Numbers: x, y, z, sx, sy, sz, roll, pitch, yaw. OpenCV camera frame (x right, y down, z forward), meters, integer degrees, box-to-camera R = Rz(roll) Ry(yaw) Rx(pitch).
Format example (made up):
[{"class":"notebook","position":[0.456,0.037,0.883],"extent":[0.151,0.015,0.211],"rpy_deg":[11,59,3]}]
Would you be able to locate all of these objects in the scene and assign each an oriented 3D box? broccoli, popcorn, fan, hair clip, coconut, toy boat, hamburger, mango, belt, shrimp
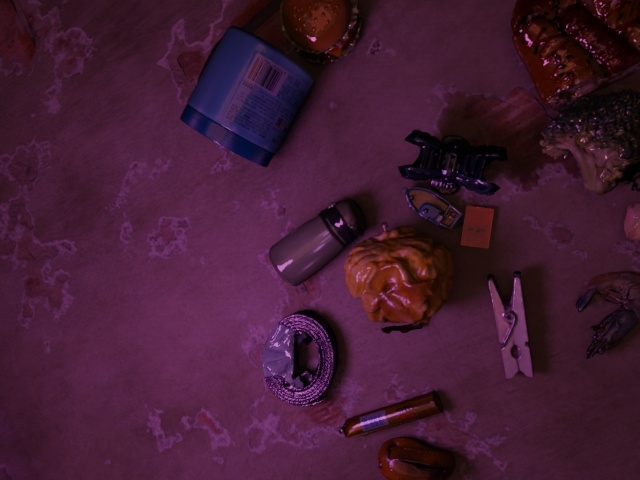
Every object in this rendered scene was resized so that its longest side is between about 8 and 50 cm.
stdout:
[{"class":"broccoli","position":[0.799,-0.255,1.339],"extent":[0.348,0.293,0.280],"rpy_deg":[0,133,25]},{"class":"popcorn","position":[0.253,0.138,1.511],"extent":[0.349,0.349,0.381],"rpy_deg":[-7,115,17]},{"class":"fan","position":[-0.363,-0.625,1.665],"extent":[0.010,0.310,0.182],"rpy_deg":[30,115,-11]},{"class":"hair clip","position":[0.402,-0.232,1.485],"extent":[0.310,0.206,0.194],"rpy_deg":[16,102,11]},{"class":"hair clip","position":[0.594,0.262,1.499],"extent":[0.101,0.085,0.330],"rpy_deg":[-9,91,19]},{"class":"coconut","position":[0.942,-0.053,1.369],"extent":[0.122,0.116,0.116],"rpy_deg":[4,93,17]},{"class":"toy boat","position":[0.356,-0.108,1.549],"extent":[0.215,0.102,0.088],"rpy_deg":[36,103,17]},{"class":"hamburger","position":[-0.003,-0.733,1.586],"extent":[0.275,0.212,0.274],"rpy_deg":[1,92,17]},{"class":"mango","position":[0.312,0.721,1.571],"extent":[0.249,0.151,0.155],"rpy_deg":[-4,50,9]},{"class":"belt","position":[-0.069,0.409,1.689],"extent":[0.261,0.122,0.324],"rpy_deg":[5,92,12]},{"class":"shrimp","position":[0.849,0.208,1.432],"extent":[0.178,0.075,0.289],"rpy_deg":[44,104,20]}]

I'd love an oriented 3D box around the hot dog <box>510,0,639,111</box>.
[{"class":"hot dog","position":[0.748,-0.618,1.379],"extent":[0.368,0.196,0.365],"rpy_deg":[-26,81,14]}]

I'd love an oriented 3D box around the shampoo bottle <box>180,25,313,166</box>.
[{"class":"shampoo bottle","position":[-0.238,-0.472,1.604],"extent":[0.331,0.331,0.342],"rpy_deg":[33,100,13]}]

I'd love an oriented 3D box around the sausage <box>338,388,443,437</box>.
[{"class":"sausage","position":[0.224,0.596,1.626],"extent":[0.372,0.082,0.082],"rpy_deg":[-24,85,17]}]

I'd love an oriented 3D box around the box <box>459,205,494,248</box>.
[{"class":"box","position":[0.504,-0.044,1.551],"extent":[0.090,0.023,0.133],"rpy_deg":[10,94,18]}]

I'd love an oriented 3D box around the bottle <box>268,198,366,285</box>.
[{"class":"bottle","position":[0.000,-0.002,1.637],"extent":[0.347,0.168,0.168],"rpy_deg":[-36,81,10]}]
